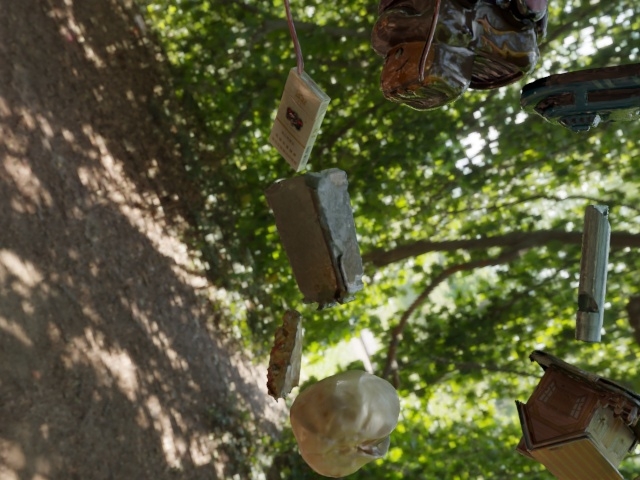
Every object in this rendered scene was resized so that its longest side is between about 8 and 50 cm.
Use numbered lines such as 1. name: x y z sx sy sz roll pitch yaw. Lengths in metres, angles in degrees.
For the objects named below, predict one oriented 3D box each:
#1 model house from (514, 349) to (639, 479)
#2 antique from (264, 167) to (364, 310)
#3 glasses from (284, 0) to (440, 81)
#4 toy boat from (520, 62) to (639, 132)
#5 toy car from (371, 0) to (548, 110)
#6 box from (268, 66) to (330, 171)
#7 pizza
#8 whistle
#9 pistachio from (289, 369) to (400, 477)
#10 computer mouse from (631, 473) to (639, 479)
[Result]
1. model house: 0.432 0.321 1.192 0.207 0.154 0.294 24 -15 49
2. antique: 0.000 0.000 1.552 0.150 0.125 0.284 -14 89 -57
3. glasses: 0.052 -0.359 0.985 0.118 0.234 0.269 -68 160 -62
4. toy boat: 0.489 -0.227 1.260 0.134 0.298 0.092 18 72 -60
5. toy car: 0.254 -0.356 1.380 0.271 0.340 0.241 -4 -103 63
6. box: -0.039 -0.208 1.292 0.090 0.024 0.167 49 -38 22
7. pizza: -0.077 0.246 1.452 0.199 0.062 0.188 -68 160 -66
8. whistle: 0.618 0.075 1.686 0.062 0.062 0.312 -37 131 -85
9. pistachio: 0.060 0.417 1.737 0.238 0.229 0.321 32 23 25
10. computer mouse: 0.292 0.314 0.658 0.145 0.236 0.082 42 -25 6
